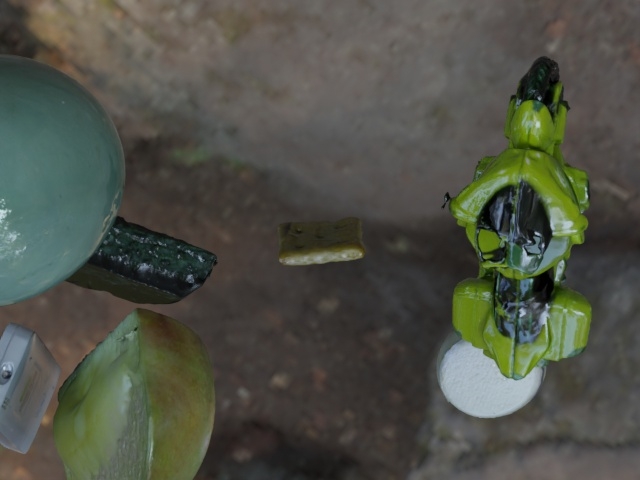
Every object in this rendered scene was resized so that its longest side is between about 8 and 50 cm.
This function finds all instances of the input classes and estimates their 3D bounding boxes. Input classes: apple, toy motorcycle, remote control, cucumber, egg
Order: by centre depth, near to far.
[{"bbox_3d":[-0.220,-0.041,1.309,0.168,0.231,0.168,3,100,18],"label":"egg"},{"bbox_3d":[-0.187,0.008,1.515,0.220,0.046,0.070,23,144,-36],"label":"cucumber"},{"bbox_3d":[-0.167,0.188,1.838,0.120,0.193,0.265,6,155,-23],"label":"apple"},{"bbox_3d":[0.204,-0.002,1.934,0.142,0.206,0.342,16,139,18],"label":"toy motorcycle"},{"bbox_3d":[-0.302,0.151,1.961,0.034,0.103,0.250,21,169,3],"label":"remote control"}]

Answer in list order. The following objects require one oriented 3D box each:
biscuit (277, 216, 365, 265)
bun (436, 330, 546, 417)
[{"bbox_3d":[0.000,0.000,1.824,0.081,0.083,0.018,-4,113,1],"label":"biscuit"},{"bbox_3d":[0.211,0.147,2.446,0.138,0.094,0.138,0,117,1],"label":"bun"}]
